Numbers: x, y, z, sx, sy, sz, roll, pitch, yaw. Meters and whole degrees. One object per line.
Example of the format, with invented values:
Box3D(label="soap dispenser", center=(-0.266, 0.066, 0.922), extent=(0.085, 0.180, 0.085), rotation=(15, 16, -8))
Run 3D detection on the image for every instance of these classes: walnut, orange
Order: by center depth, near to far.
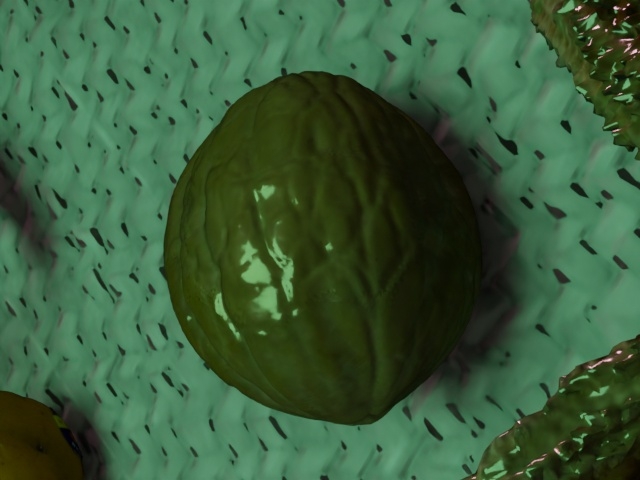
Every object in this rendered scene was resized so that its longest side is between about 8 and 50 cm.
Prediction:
Box3D(label="walnut", center=(0.000, 0.000, 0.559), extent=(0.105, 0.105, 0.124), rotation=(-28, 59, 45))
Box3D(label="orange", center=(-0.143, 0.104, 0.728), extent=(0.083, 0.083, 0.083), rotation=(1, 91, 48))

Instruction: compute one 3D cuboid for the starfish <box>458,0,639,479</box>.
Box3D(label="starfish", center=(0.136, -0.002, 0.403), extent=(0.303, 0.113, 0.312), rotation=(46, 114, 34))
